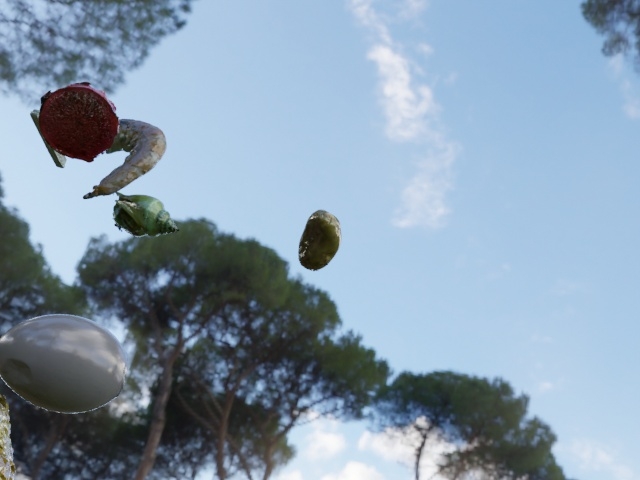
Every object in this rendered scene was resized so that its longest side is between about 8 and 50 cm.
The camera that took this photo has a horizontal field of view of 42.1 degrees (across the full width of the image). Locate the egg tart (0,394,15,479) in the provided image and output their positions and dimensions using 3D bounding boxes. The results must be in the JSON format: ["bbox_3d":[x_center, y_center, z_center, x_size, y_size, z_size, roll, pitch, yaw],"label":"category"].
[{"bbox_3d":[-0.554,0.390,1.189,0.153,0.351,0.339,20,-40,29],"label":"egg tart"}]

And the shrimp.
[{"bbox_3d":[-0.439,-0.194,1.896,0.185,0.287,0.068,-16,-46,5],"label":"shrimp"}]

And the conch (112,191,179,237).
[{"bbox_3d":[-0.392,-0.054,1.828,0.201,0.094,0.079,8,-16,34],"label":"conch"}]

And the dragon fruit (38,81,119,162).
[{"bbox_3d":[-0.460,-0.239,1.596,0.153,0.111,0.153,-3,-68,-6],"label":"dragon fruit"}]

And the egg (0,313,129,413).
[{"bbox_3d":[-0.469,0.221,1.508,0.232,0.176,0.176,22,-31,-31],"label":"egg"}]

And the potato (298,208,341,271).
[{"bbox_3d":[0.000,0.000,1.750,0.070,0.091,0.137,-3,-52,-46],"label":"potato"}]

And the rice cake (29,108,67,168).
[{"bbox_3d":[-0.681,-0.254,2.091,0.033,0.029,0.170,13,-44,30],"label":"rice cake"}]
